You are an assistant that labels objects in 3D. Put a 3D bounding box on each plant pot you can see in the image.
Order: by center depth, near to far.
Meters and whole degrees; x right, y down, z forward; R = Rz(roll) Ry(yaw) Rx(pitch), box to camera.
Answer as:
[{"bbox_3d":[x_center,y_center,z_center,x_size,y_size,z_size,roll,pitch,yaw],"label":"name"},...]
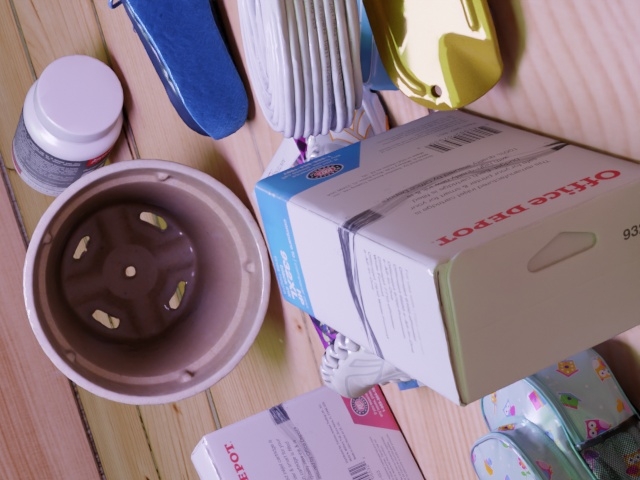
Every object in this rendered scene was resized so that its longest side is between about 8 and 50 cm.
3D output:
[{"bbox_3d":[-0.265,0.052,2.038,0.305,0.334,0.333,-173,64,-76],"label":"plant pot"}]

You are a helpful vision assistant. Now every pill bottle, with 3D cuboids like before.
[{"bbox_3d":[-0.415,-0.188,2.317,0.161,0.161,0.283,66,157,8],"label":"pill bottle"}]

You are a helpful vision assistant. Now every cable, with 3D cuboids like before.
[{"bbox_3d":[-0.025,-0.227,1.346,0.257,0.089,0.257,88,169,-48],"label":"cable"}]

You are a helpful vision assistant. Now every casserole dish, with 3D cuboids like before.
[{"bbox_3d":[0.045,-0.231,1.412,0.114,0.037,0.188,49,149,40],"label":"casserole dish"}]

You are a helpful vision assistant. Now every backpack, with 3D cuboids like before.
[{"bbox_3d":[0.217,0.189,1.252,0.166,0.144,0.188,119,130,-68],"label":"backpack"}]

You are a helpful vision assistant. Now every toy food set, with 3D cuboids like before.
[{"bbox_3d":[0.105,-0.229,1.255,0.128,0.071,0.217,-6,107,42],"label":"toy food set"}]

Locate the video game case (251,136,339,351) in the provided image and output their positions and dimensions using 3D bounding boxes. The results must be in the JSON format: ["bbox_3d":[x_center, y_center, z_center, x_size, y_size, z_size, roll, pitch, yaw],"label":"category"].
[{"bbox_3d":[0.000,0.000,1.702,0.232,0.042,0.210,64,158,11],"label":"video game case"}]

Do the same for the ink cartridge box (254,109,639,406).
[{"bbox_3d":[0.117,0.000,1.206,0.307,0.223,0.129,27,134,58],"label":"ink cartridge box"}]

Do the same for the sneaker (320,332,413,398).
[{"bbox_3d":[0.091,0.111,1.502,0.118,0.110,0.292,49,145,10],"label":"sneaker"}]

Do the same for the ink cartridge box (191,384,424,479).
[{"bbox_3d":[-0.017,0.285,1.729,0.172,0.237,0.100,64,157,13],"label":"ink cartridge box"}]

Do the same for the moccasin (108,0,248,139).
[{"bbox_3d":[-0.203,-0.287,1.794,0.117,0.138,0.342,11,119,69],"label":"moccasin"}]

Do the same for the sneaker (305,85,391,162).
[{"bbox_3d":[0.017,-0.093,1.482,0.262,0.121,0.099,54,152,32],"label":"sneaker"}]

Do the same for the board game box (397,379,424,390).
[{"bbox_3d":[0.099,0.125,1.615,0.090,0.020,0.090,67,157,3],"label":"board game box"}]
